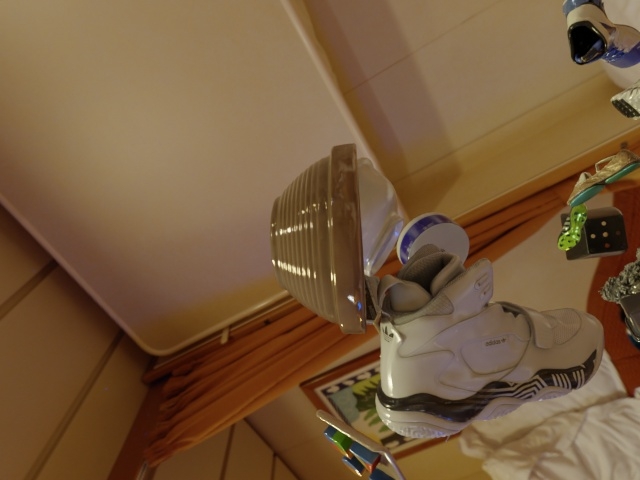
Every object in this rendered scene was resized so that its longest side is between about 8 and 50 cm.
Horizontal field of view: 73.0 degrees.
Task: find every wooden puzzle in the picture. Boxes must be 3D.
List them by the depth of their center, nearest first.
[{"bbox_3d":[0.153,0.761,1.503,0.322,0.080,0.348,6,136,51],"label":"wooden puzzle"}]

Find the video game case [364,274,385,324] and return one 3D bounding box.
[{"bbox_3d":[0.161,0.200,1.487,0.173,0.022,0.191,11,-131,-36],"label":"video game case"}]

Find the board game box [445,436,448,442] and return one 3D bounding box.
[{"bbox_3d":[0.384,0.492,1.237,0.033,0.169,0.133,28,-157,27],"label":"board game box"}]

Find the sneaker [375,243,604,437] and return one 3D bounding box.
[{"bbox_3d":[0.233,0.104,0.581,0.137,0.365,0.210,-156,55,-67],"label":"sneaker"}]

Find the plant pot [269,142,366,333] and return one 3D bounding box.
[{"bbox_3d":[0.000,0.000,0.554,0.237,0.109,0.238,-3,-90,-85],"label":"plant pot"}]

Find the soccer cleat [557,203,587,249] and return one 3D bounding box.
[{"bbox_3d":[0.812,-0.047,1.391,0.072,0.060,0.179,-57,-26,-44],"label":"soccer cleat"}]

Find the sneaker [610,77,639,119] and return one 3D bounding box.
[{"bbox_3d":[0.849,-0.371,1.063,0.110,0.118,0.292,40,-165,-9],"label":"sneaker"}]

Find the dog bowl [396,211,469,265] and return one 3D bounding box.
[{"bbox_3d":[0.442,0.029,1.700,0.265,0.264,0.104,55,-178,-30],"label":"dog bowl"}]

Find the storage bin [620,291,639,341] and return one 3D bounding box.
[{"bbox_3d":[0.778,0.166,1.005,0.091,0.135,0.098,47,-148,-21],"label":"storage bin"}]

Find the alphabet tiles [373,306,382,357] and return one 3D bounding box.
[{"bbox_3d":[0.239,0.284,1.128,0.285,0.011,0.342,60,-154,-3],"label":"alphabet tiles"}]

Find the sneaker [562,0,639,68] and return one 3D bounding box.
[{"bbox_3d":[0.861,-0.604,1.343,0.315,0.127,0.182,26,-111,-20],"label":"sneaker"}]

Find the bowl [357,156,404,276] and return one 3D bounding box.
[{"bbox_3d":[0.086,-0.015,0.929,0.134,0.298,0.298,31,-176,18],"label":"bowl"}]

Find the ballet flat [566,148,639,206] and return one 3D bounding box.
[{"bbox_3d":[0.767,-0.174,1.194,0.073,0.206,0.067,5,-124,-36],"label":"ballet flat"}]

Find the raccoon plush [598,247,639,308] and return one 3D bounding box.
[{"bbox_3d":[0.865,-0.001,1.128,0.447,0.299,0.216,61,-172,-8],"label":"raccoon plush"}]

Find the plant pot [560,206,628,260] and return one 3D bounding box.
[{"bbox_3d":[1.021,-0.025,1.594,0.167,0.187,0.188,-2,-96,-75],"label":"plant pot"}]
